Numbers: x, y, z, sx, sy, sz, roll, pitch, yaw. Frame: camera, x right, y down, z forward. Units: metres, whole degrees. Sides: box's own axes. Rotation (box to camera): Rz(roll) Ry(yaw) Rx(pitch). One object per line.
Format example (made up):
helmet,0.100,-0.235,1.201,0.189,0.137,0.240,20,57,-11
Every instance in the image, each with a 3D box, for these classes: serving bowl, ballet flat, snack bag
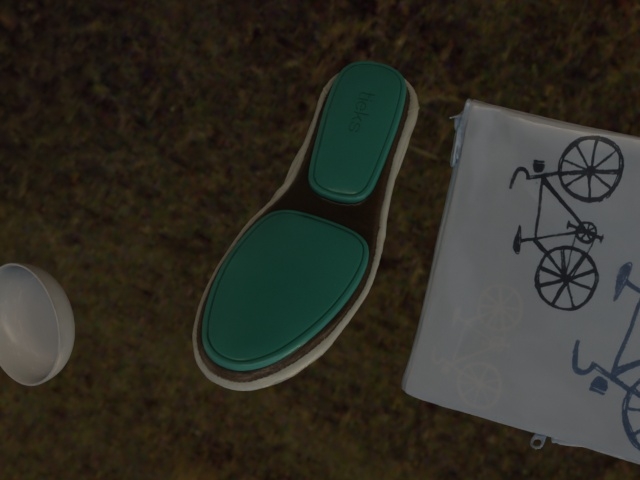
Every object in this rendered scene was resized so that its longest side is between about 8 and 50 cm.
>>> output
serving bowl,-0.192,0.054,0.779,0.083,0.027,0.083,9,104,38
ballet flat,0.000,0.000,1.121,0.139,0.400,0.139,17,146,12
snack bag,0.264,0.052,1.125,0.342,0.323,0.037,13,-169,12
